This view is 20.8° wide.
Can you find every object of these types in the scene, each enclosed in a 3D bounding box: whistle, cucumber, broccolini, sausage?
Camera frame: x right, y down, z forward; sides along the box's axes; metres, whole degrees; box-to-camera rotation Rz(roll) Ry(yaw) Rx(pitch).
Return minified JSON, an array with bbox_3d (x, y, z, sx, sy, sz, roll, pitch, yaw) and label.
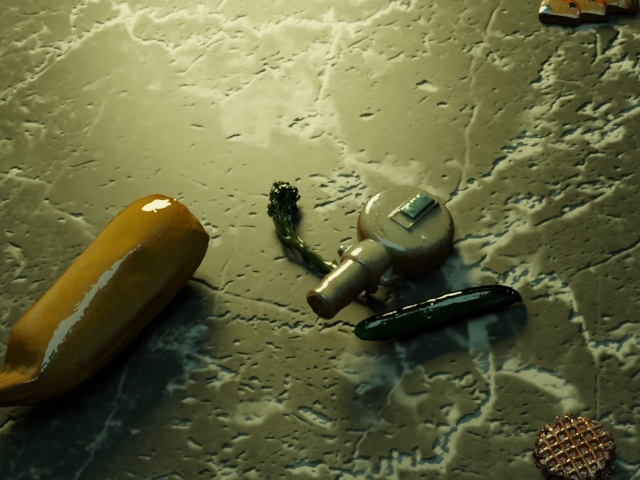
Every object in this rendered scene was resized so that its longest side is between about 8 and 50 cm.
[{"bbox_3d":[0.066,0.009,1.881,0.107,0.057,0.220,36,55,21],"label":"whistle"},{"bbox_3d":[0.124,0.075,1.852,0.184,0.033,0.036,-16,29,-3],"label":"cucumber"},{"bbox_3d":[-0.006,0.005,1.942,0.052,0.054,0.194,-44,62,7],"label":"broccolini"},{"bbox_3d":[-0.254,0.083,1.879,0.112,0.112,0.328,29,63,30],"label":"sausage"}]

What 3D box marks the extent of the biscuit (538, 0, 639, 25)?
[{"bbox_3d":[0.321,-0.300,2.118,0.130,0.019,0.119,-30,52,-12],"label":"biscuit"}]

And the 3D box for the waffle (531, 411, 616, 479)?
[{"bbox_3d":[0.253,0.210,1.717,0.083,0.029,0.075,18,60,21],"label":"waffle"}]
